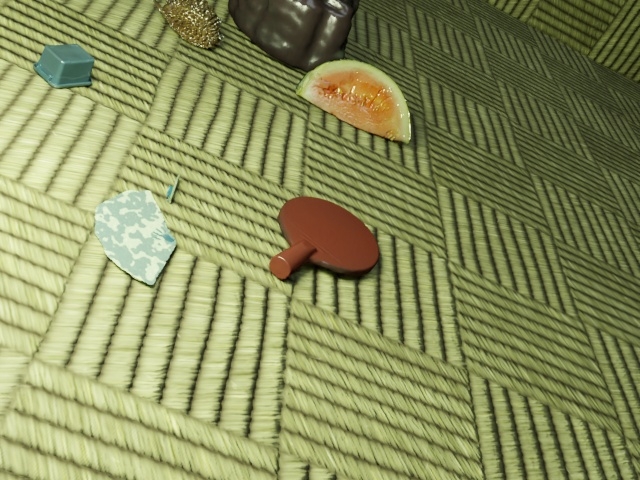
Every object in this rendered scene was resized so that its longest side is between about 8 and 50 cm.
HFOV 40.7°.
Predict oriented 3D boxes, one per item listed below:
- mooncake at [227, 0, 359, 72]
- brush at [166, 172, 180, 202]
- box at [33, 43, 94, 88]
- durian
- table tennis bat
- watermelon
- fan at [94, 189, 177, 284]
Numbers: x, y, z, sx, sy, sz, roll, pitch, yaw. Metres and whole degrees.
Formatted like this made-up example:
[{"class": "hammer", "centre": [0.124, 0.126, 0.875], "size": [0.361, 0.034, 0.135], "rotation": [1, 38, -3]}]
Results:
[{"class": "mooncake", "centre": [-0.060, -0.608, 2.240], "size": [0.350, 0.212, 0.381], "rotation": [17, 30, -12]}, {"class": "brush", "centre": [-0.252, -0.091, 1.470], "size": [0.013, 0.016, 0.084], "rotation": [15, 32, -6]}, {"class": "box", "centre": [-0.467, -0.323, 1.581], "size": [0.074, 0.054, 0.099], "rotation": [40, 32, 19]}, {"class": "durian", "centre": [-0.301, -0.525, 1.995], "size": [0.188, 0.091, 0.148], "rotation": [24, 31, -9]}, {"class": "table tennis bat", "centre": [0.000, 0.000, 1.542], "size": [0.200, 0.038, 0.310], "rotation": [38, 30, 11]}, {"class": "watermelon", "centre": [0.100, -0.363, 2.082], "size": [0.303, 0.128, 0.159], "rotation": [24, 31, -13]}, {"class": "fan", "centre": [-0.285, -0.014, 1.332], "size": [0.131, 0.009, 0.240], "rotation": [17, 33, -23]}]
